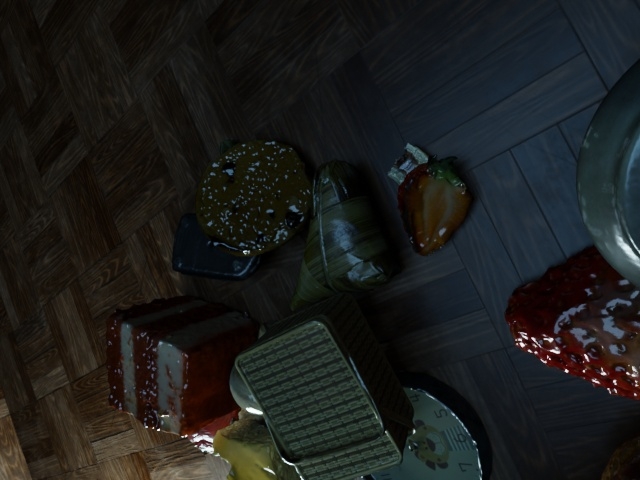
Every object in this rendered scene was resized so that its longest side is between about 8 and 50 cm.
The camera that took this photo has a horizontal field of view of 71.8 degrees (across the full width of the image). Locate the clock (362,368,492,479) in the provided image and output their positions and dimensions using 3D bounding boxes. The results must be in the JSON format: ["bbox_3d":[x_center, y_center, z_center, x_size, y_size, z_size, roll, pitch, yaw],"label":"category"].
[{"bbox_3d":[0.199,0.436,0.942,0.313,0.061,0.312,5,100,32],"label":"clock"}]

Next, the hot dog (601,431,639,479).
[{"bbox_3d":[0.554,0.469,0.648,0.267,0.174,0.387,11,104,40],"label":"hot dog"}]

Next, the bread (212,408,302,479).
[{"bbox_3d":[-0.132,0.548,1.107,0.224,0.184,0.211,-9,98,35],"label":"bread"}]

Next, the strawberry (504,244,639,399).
[{"bbox_3d":[0.456,0.131,0.676,0.336,0.149,0.265,-11,93,35],"label":"strawberry"}]

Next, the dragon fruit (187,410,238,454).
[{"bbox_3d":[-0.304,0.544,1.251,0.121,0.127,0.161,-11,91,41],"label":"dragon fruit"}]

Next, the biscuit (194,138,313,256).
[{"bbox_3d":[-0.153,-0.100,1.034,0.296,0.075,0.296,-2,79,11],"label":"biscuit"}]

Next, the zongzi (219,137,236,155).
[{"bbox_3d":[-0.245,-0.190,1.134,0.119,0.055,0.109,-33,81,33],"label":"zongzi"}]

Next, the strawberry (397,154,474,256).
[{"bbox_3d":[0.209,-0.074,0.838,0.140,0.085,0.192,-26,119,7],"label":"strawberry"}]

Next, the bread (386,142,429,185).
[{"bbox_3d":[0.180,-0.143,0.880,0.070,0.035,0.083,45,116,17],"label":"bread"}]

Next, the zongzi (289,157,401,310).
[{"bbox_3d":[0.000,0.000,0.964,0.288,0.134,0.286,-27,78,35],"label":"zongzi"}]

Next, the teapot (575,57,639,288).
[{"bbox_3d":[0.488,-0.074,0.500,0.376,0.362,0.305,51,125,4],"label":"teapot"}]

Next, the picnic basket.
[{"bbox_3d":[0.017,0.293,0.854,0.228,0.175,0.313,-28,92,24],"label":"picnic basket"}]

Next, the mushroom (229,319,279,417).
[{"bbox_3d":[-0.107,0.309,1.033,0.206,0.206,0.209,42,143,21],"label":"mushroom"}]

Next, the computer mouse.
[{"bbox_3d":[-0.248,0.017,1.133,0.269,0.100,0.170,6,79,23],"label":"computer mouse"}]

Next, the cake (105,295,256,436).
[{"bbox_3d":[-0.360,0.318,1.160,0.320,0.269,0.270,10,103,33],"label":"cake"}]
